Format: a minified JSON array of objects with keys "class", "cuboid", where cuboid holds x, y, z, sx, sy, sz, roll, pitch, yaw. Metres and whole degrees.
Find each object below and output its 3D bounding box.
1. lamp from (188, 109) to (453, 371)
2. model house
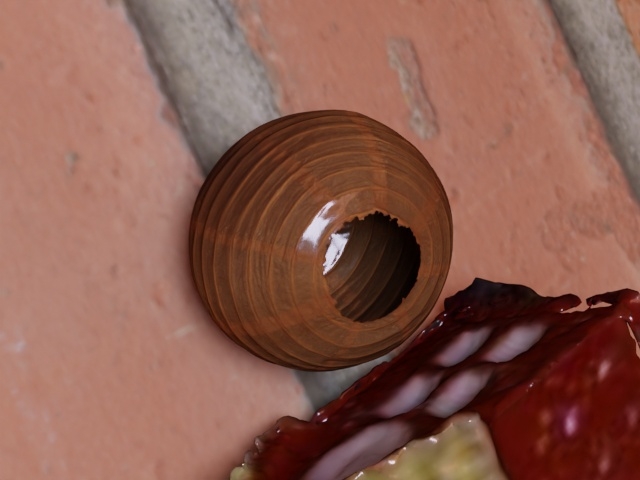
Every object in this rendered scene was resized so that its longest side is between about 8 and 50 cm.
[{"class":"lamp","cuboid":[0.000,0.000,0.713,0.136,0.136,0.136,8,74,-31]},{"class":"model house","cuboid":[0.068,0.159,0.695,0.254,0.160,0.196,-34,105,-36]}]
